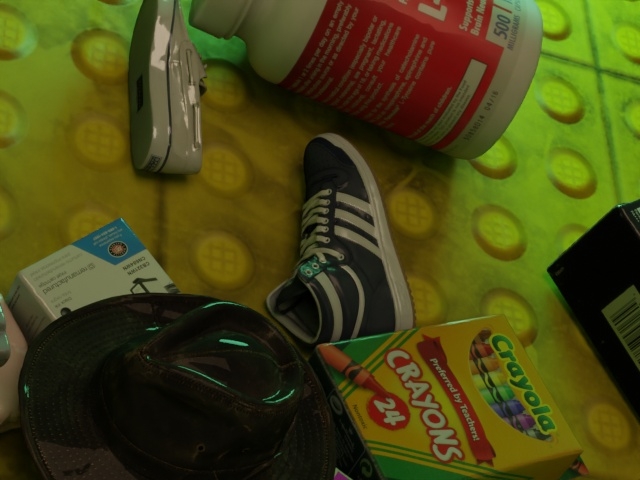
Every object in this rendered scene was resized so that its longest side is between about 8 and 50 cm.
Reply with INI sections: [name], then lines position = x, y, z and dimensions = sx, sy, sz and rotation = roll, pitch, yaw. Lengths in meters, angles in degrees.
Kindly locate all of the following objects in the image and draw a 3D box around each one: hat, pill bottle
[hat]
position = -0.115, 0.144, 1.411
dimensions = 0.331, 0.134, 0.331
rotation = 14, 49, -17
[pill bottle]
position = 0.053, -0.273, 1.845
dimensions = 0.407, 0.229, 0.229
rotation = 21, 52, -15

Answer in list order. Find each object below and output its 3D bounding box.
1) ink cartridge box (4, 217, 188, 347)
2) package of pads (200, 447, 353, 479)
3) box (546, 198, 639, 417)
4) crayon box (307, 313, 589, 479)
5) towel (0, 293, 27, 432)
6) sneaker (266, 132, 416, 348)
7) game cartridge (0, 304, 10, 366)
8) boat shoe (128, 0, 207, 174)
[ink cartridge box]
position = -0.213, 0.100, 1.549
dimensions = 0.148, 0.086, 0.203
rotation = -32, 77, -39
[package of pads]
position = -0.108, 0.304, 1.460
dimensions = 0.229, 0.101, 0.296
rotation = 38, 49, -1
[box]
position = 0.505, 0.080, 1.881
dimensions = 0.294, 0.183, 0.296
rotation = -19, 71, -34
[crayon box]
position = 0.154, 0.195, 1.668
dimensions = 0.318, 0.081, 0.202
rotation = -8, 54, -32
[towel]
position = -0.469, 0.077, 1.451
dimensions = 0.317, 0.053, 0.332
rotation = -17, 68, -34
[sneaker]
position = 0.000, 0.000, 1.721
dimensions = 0.153, 0.099, 0.282
rotation = -6, 65, -33
[game cartridge]
position = -0.458, 0.049, 1.387
dimensions = 0.294, 0.060, 0.196
rotation = -3, 53, -28
[boat shoe]
position = -0.179, -0.192, 1.768
dimensions = 0.084, 0.095, 0.258
rotation = 11, 65, -26
